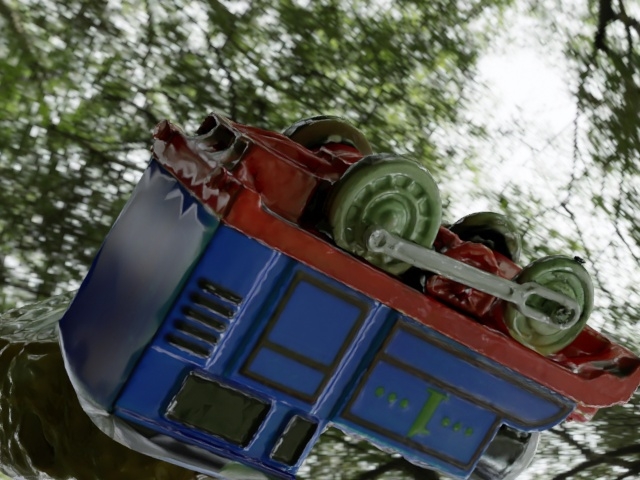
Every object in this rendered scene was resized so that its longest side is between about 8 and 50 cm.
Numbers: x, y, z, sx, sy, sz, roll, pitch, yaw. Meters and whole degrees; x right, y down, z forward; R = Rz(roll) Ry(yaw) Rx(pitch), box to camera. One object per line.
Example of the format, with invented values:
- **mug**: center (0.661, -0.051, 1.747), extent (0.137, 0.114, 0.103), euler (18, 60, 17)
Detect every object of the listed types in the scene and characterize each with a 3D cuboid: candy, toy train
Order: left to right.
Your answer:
- **candy**: center (-0.103, 0.086, 0.817), extent (0.260, 0.260, 0.118), euler (-2, -82, 23)
- **toy train**: center (0.016, 0.033, 0.469), extent (0.131, 0.204, 0.083), euler (-60, -149, 5)
